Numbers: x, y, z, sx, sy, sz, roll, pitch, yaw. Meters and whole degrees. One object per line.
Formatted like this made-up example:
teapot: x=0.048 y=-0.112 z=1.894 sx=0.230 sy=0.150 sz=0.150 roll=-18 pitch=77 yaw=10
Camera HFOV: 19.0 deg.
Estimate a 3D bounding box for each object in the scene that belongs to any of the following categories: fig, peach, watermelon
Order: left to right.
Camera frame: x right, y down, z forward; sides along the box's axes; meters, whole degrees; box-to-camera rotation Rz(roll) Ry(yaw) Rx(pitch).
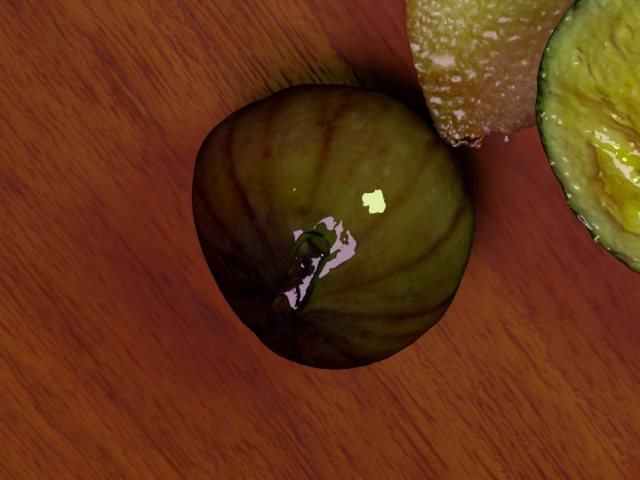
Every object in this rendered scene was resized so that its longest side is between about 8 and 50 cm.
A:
fig: x=0.003 y=-0.008 z=1.499 sx=0.235 sy=0.214 sz=0.235 roll=22 pitch=155 yaw=11
peach: x=0.154 y=-0.186 z=1.383 sx=0.189 sy=0.068 sz=0.279 roll=26 pitch=128 yaw=-6
watermelon: x=0.327 y=-0.094 z=1.292 sx=0.330 sy=0.189 sz=0.331 roll=24 pitch=137 yaw=25
